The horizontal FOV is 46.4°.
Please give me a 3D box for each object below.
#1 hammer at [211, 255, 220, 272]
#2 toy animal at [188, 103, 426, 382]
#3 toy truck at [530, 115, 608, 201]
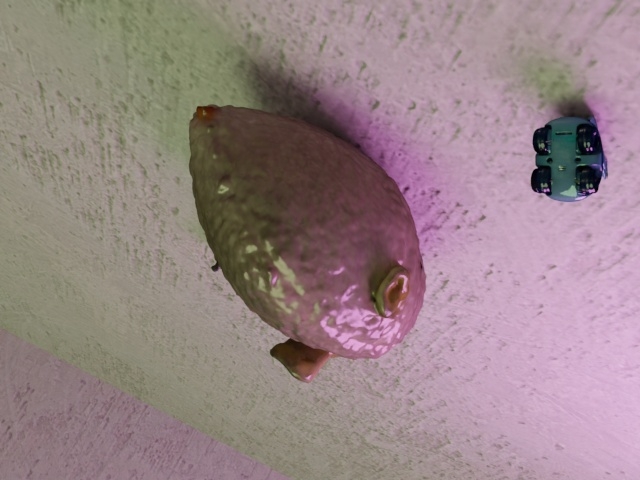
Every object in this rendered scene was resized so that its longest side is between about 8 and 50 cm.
[{"bbox_3d":[-0.090,0.011,1.047,0.202,0.113,0.305,41,158,-18],"label":"hammer"},{"bbox_3d":[-0.005,-0.004,0.792,0.188,0.226,0.358,-36,118,30],"label":"toy animal"},{"bbox_3d":[0.227,-0.072,0.658,0.056,0.090,0.073,5,100,37],"label":"toy truck"}]
